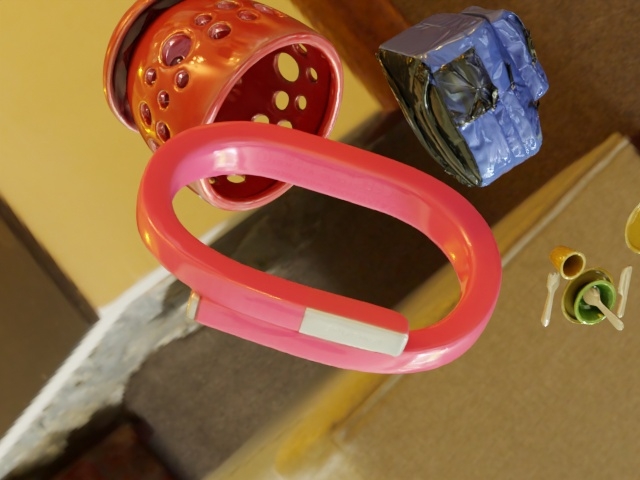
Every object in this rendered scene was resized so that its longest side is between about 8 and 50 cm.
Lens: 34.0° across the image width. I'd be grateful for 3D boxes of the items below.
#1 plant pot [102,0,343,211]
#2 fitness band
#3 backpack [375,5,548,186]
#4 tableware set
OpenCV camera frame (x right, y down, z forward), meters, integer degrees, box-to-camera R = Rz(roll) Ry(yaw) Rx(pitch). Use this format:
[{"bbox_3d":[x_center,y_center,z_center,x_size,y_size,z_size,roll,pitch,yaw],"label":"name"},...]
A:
[{"bbox_3d":[-0.099,-0.149,1.017,0.174,0.191,0.191,37,141,32],"label":"plant pot"},{"bbox_3d":[0.000,0.000,0.814,0.290,0.209,0.054,18,130,-2],"label":"fitness band"},{"bbox_3d":[0.115,-0.105,0.772,0.120,0.101,0.098,62,177,-21],"label":"backpack"},{"bbox_3d":[0.243,0.018,0.802,0.024,0.154,0.104,-133,43,-58],"label":"tableware set"}]
